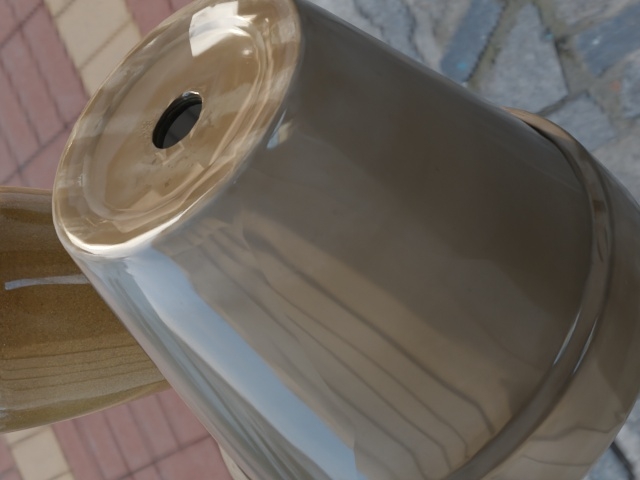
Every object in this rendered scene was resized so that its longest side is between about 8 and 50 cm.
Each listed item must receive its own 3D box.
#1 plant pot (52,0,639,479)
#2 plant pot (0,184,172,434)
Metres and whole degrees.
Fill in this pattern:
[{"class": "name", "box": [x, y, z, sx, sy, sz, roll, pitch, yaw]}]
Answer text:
[{"class": "plant pot", "box": [0.000, 0.000, 0.835, 0.323, 0.323, 0.280, -5, 145, 44]}, {"class": "plant pot", "box": [-0.188, 0.055, 1.300, 0.237, 0.254, 0.237, 176, 90, -81]}]
